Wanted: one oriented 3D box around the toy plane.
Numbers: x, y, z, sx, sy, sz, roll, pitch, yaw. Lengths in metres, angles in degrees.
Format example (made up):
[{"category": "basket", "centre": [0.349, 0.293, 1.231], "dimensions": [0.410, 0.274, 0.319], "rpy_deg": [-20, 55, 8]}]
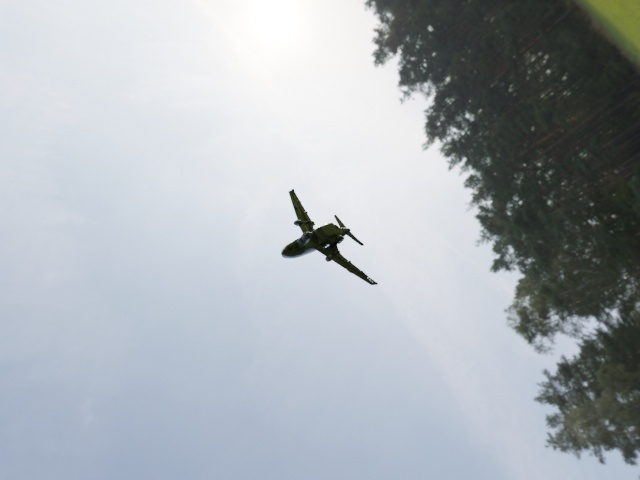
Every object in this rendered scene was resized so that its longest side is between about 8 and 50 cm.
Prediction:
[{"category": "toy plane", "centre": [0.003, -0.002, 0.685], "dimensions": [0.226, 0.058, 0.226], "rpy_deg": [49, -161, 13]}]
